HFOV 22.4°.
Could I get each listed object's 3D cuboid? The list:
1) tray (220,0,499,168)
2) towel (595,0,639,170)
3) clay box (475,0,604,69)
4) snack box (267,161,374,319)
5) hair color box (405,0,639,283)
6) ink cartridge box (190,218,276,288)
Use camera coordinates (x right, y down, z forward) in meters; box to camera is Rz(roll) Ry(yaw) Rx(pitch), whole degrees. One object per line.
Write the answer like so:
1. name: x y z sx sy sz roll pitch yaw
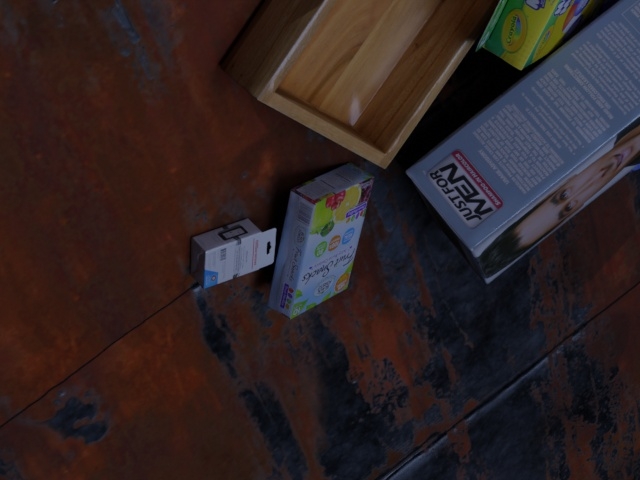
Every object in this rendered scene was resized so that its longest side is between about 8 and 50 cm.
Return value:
1. tray: 0.100 -0.281 1.503 0.203 0.076 0.411 25 103 -49
2. towel: 0.419 -0.246 1.816 0.243 0.040 0.336 -29 137 -11
3. clay box: 0.235 -0.248 1.586 0.222 0.053 0.127 -36 156 -55
4. snack box: 0.000 0.000 1.650 0.100 0.037 0.141 -25 138 -47
5. hair color box: 0.276 -0.126 1.669 0.374 0.113 0.185 -38 163 1
6. ink cartridge box: -0.087 0.010 1.606 0.083 0.028 0.048 -19 134 -30
